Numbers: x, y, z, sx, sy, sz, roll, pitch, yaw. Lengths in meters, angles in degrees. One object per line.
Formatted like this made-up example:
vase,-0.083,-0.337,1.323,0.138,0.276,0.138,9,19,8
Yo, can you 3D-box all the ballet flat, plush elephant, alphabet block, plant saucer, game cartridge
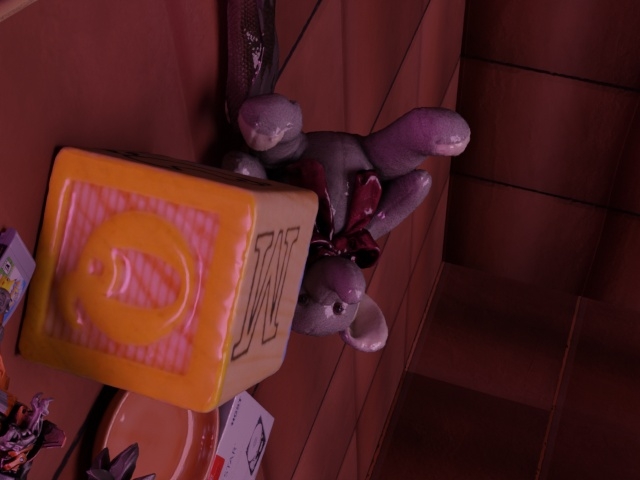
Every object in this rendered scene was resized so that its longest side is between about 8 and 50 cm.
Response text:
ballet flat,-0.085,-0.226,1.108,0.250,0.058,0.084,97,18,-44
plush elephant,0.000,0.000,1.183,0.330,0.272,0.255,142,-51,-62
alphabet block,-0.130,0.028,0.892,0.197,0.192,0.193,-12,114,-76
plant saucer,-0.187,0.227,1.085,0.200,0.037,0.200,-18,112,-55
game cartridge,-0.255,0.038,0.769,0.056,0.017,0.083,88,21,-59

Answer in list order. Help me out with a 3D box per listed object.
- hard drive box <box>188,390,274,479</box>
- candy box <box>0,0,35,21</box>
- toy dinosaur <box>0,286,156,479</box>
hard drive box,-0.149,0.287,1.282,0.232,0.089,0.181,65,41,-68
candy box,-0.206,-0.148,0.451,0.183,0.087,0.316,-41,-170,37
toy dinosaur,-0.263,0.193,0.694,0.322,0.164,0.218,-65,153,3
